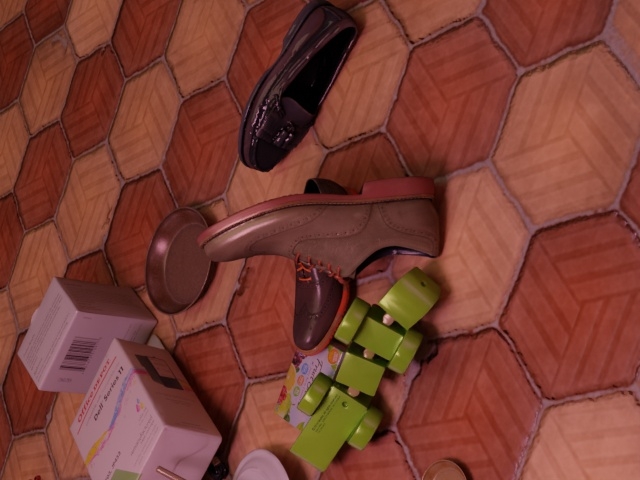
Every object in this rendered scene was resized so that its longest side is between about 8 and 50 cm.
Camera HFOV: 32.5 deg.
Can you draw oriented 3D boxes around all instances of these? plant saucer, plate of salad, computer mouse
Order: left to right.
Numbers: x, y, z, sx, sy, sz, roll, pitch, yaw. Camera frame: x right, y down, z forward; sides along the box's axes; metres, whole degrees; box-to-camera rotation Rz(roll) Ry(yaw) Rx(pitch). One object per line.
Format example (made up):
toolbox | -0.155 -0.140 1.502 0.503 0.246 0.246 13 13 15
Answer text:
plant saucer | -0.246 0.039 1.982 0.198 0.036 0.198 -16 68 44
computer mouse | -0.221 0.433 1.852 0.106 0.042 0.193 29 96 42
plate of salad | -0.086 0.424 1.703 0.200 0.048 0.200 -15 72 55
plant saucer | 0.169 0.337 1.474 0.083 0.015 0.083 -14 71 44

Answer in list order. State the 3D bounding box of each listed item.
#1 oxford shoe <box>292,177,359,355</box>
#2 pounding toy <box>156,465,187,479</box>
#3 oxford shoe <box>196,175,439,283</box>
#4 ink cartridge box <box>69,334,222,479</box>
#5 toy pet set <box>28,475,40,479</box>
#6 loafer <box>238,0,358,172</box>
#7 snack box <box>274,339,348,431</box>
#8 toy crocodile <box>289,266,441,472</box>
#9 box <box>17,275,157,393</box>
oxford shoe | -0.014 0.037 1.667 0.097 0.098 0.271 -6 69 42
pounding toy | -0.170 0.410 1.669 0.141 0.130 0.100 13 95 56
oxford shoe | 0.000 0.000 1.556 0.348 0.123 0.130 -11 82 4
ink cartridge box | -0.318 0.312 1.891 0.207 0.119 0.353 -62 35 12
toy pet set | -0.584 0.544 2.192 0.114 0.065 0.122 20 95 48
loafer | -0.037 -0.242 1.784 0.095 0.109 0.302 35 103 42
snack box | -0.008 0.219 1.678 0.100 0.037 0.141 25 98 47
toy crocodile | 0.059 0.186 1.569 0.115 0.105 0.340 28 110 5
box | -0.433 0.180 2.039 0.119 0.182 0.181 45 113 41
